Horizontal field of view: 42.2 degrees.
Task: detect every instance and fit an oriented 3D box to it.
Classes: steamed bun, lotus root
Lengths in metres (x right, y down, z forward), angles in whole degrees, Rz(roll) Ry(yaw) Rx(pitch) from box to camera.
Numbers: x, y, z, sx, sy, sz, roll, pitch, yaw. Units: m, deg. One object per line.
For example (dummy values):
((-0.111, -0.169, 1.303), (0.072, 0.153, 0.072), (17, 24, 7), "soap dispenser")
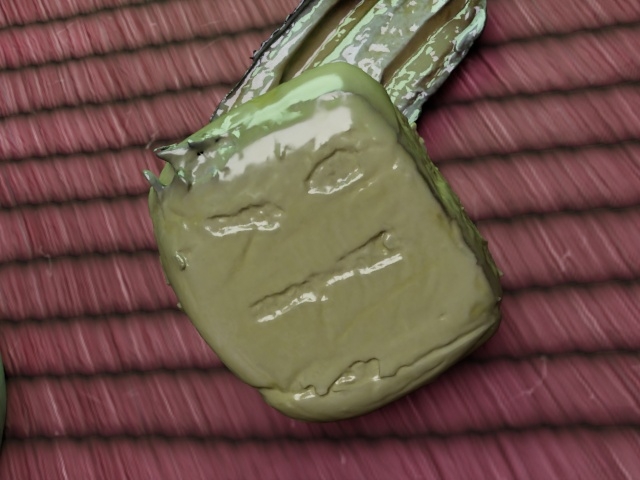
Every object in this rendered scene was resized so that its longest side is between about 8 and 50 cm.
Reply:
((0.000, 0.000, 0.672), (0.232, 0.166, 0.273), (-34, 103, 9), "steamed bun")
((0.030, -0.159, 0.807), (0.167, 0.078, 0.329), (44, 84, 5), "lotus root")

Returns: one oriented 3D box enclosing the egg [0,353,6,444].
((-0.503, 0.142, 0.700), (0.354, 0.340, 0.354), (-6, 66, 14), "egg")
